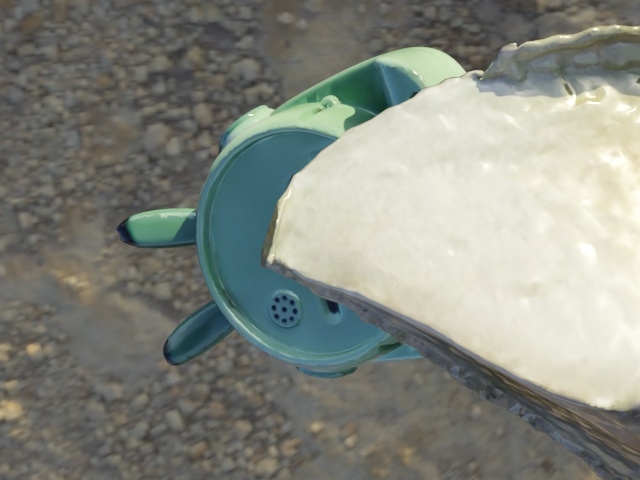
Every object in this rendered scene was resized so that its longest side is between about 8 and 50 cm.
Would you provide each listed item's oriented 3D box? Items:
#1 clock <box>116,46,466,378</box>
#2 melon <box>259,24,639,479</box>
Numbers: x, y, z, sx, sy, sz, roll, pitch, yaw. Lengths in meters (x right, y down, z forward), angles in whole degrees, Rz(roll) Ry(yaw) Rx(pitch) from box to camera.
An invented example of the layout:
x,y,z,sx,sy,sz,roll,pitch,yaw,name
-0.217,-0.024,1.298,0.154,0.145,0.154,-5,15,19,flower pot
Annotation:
x,y,z,sx,sy,sz,roll,pitch,yaw,name
0.000,0.000,0.584,0.135,0.041,0.101,-19,93,30,clock
0.086,0.027,0.390,0.203,0.093,0.139,-2,143,-7,melon
